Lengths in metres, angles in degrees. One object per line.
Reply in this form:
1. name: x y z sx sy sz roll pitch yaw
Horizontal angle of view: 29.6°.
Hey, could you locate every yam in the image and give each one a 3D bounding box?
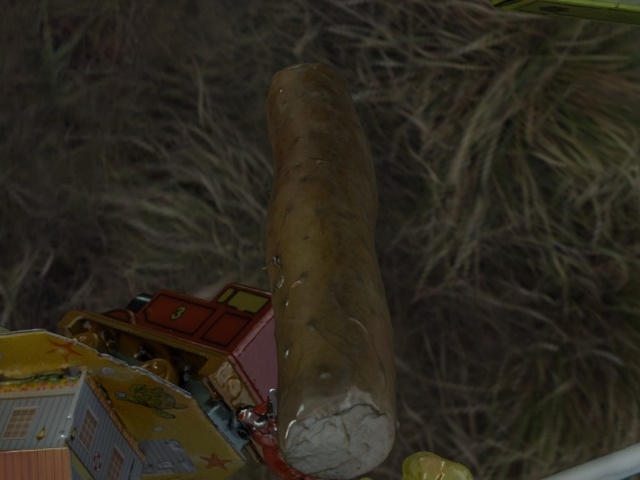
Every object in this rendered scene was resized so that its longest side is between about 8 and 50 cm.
1. yam: 0.000 0.000 0.519 0.056 0.241 0.057 -2 130 -2

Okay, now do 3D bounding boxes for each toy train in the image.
1. toy train: -0.160 0.157 1.467 0.231 0.369 0.163 -46 127 -28

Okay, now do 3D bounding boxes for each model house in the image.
1. model house: -0.175 0.171 0.766 0.219 0.136 0.207 -4 136 17

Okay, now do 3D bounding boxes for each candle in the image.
1. candle: -0.012 0.232 1.202 0.048 0.051 0.329 -58 150 -21

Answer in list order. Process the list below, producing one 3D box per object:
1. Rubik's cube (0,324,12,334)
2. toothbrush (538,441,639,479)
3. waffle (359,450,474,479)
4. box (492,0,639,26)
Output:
1. Rubik's cube: -0.428 0.208 1.237 0.264 0.319 0.319 -8 116 -40
2. toothbrush: 0.210 0.110 0.635 0.386 0.040 0.040 -19 114 -3
3. waffle: 0.050 0.311 0.846 0.068 0.302 0.325 27 68 -52
4. box: 0.232 -0.220 0.832 0.219 0.064 0.141 2 91 -19
